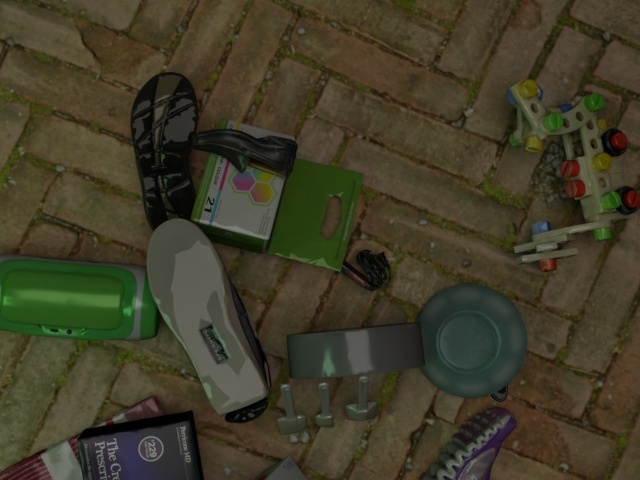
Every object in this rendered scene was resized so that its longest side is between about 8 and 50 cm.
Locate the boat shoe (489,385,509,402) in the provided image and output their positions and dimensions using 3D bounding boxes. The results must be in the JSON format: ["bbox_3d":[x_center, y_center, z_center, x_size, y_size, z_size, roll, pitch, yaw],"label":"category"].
[{"bbox_3d":[0.298,0.215,1.874,0.046,0.038,0.125,-6,87,-4],"label":"boat shoe"}]

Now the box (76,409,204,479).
[{"bbox_3d":[-0.274,0.422,1.758,0.184,0.103,0.261,-10,91,-6],"label":"box"}]

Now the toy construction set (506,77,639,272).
[{"bbox_3d":[0.414,-0.111,1.845,0.215,0.151,0.327,-5,95,-29],"label":"toy construction set"}]

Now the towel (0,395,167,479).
[{"bbox_3d":[-0.367,0.432,1.819,0.329,0.037,0.237,-26,91,-3],"label":"towel"}]

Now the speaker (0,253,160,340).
[{"bbox_3d":[-0.411,0.093,1.789,0.297,0.131,0.131,5,86,-4],"label":"speaker"}]

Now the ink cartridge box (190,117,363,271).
[{"bbox_3d":[-0.066,-0.074,1.814,0.255,0.097,0.188,14,74,0],"label":"ink cartridge box"}]

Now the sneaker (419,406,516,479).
[{"bbox_3d":[0.253,0.387,1.841,0.104,0.095,0.236,41,90,-8],"label":"sneaker"}]

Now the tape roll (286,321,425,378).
[{"bbox_3d":[0.056,0.176,1.769,0.219,0.219,0.072,-6,85,-4],"label":"tape roll"}]

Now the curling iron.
[{"bbox_3d":[0.000,0.000,1.870,0.274,0.035,0.068,30,64,3],"label":"curling iron"}]

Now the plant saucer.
[{"bbox_3d":[0.249,0.170,1.847,0.195,0.037,0.195,0,88,12],"label":"plant saucer"}]

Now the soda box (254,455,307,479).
[{"bbox_3d":[-0.104,0.434,1.749,0.074,0.216,0.069,-36,89,36],"label":"soda box"}]

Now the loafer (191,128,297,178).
[{"bbox_3d":[-0.123,-0.138,1.747,0.170,0.062,0.061,7,79,-2],"label":"loafer"}]

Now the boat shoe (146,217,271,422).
[{"bbox_3d":[-0.179,0.128,1.787,0.127,0.158,0.340,-20,88,2],"label":"boat shoe"}]

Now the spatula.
[{"bbox_3d":[0.012,0.261,1.759,0.168,0.242,0.019,-5,62,-2],"label":"spatula"}]

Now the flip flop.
[{"bbox_3d":[-0.257,-0.143,1.842,0.112,0.080,0.277,-6,102,-9],"label":"flip flop"}]
